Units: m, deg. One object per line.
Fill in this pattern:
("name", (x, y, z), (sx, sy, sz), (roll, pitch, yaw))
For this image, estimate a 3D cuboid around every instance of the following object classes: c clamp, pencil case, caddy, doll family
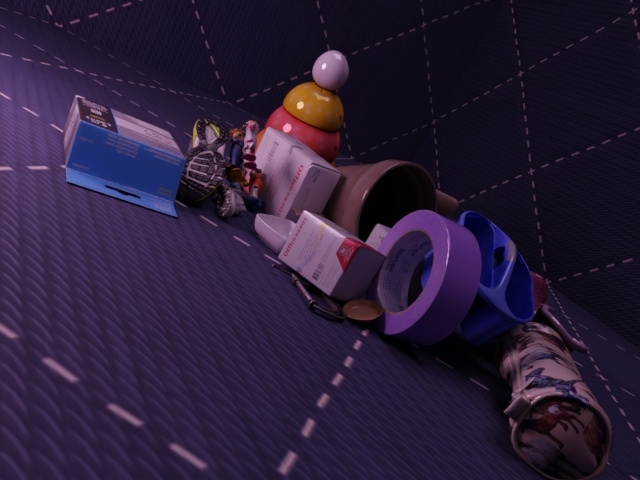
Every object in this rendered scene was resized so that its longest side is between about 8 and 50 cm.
("c clamp", (-0.019, 0.113, 1.197), (0.137, 0.022, 0.160), (24, 13, -37))
("pencil case", (0.438, 0.291, 1.147), (0.183, 0.160, 0.410), (49, 16, 0))
("caddy", (0.376, 0.072, 1.328), (0.241, 0.179, 0.341), (43, 32, -9))
("doll family", (-0.219, -0.212, 1.560), (0.118, 0.263, 0.163), (-1, 52, -3))

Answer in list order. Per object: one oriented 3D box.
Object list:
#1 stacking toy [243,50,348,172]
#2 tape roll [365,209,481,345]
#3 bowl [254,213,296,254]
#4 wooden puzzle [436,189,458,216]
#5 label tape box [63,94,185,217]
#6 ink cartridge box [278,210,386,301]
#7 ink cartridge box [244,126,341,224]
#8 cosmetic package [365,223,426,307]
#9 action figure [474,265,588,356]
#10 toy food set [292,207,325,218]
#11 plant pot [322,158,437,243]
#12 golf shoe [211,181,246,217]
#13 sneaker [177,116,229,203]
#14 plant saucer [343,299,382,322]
("stacking toy", (-0.036, -0.399, 1.930), (0.350, 0.480, 0.350), (19, 31, -12))
("tape roll", (0.209, 0.078, 1.222), (0.090, 0.275, 0.275), (21, 16, -25))
("bowl", (-0.087, -0.005, 1.404), (0.142, 0.053, 0.142), (39, 17, 35))
("wooden puzzle", (0.270, -0.113, 2.106), (0.322, 0.080, 0.348), (22, -26, -23))
("label tape box", (-0.438, -0.197, 1.301), (0.240, 0.106, 0.334), (19, 17, -32))
("ink cartridge box", (0.024, 0.036, 1.283), (0.176, 0.128, 0.127), (35, 9, 35))
("ink cartridge box", (-0.091, -0.172, 1.662), (0.117, 0.207, 0.283), (14, 21, -39))
("cosmetic package", (0.208, 0.075, 1.480), (0.183, 0.151, 0.151), (18, 19, -36))
("action figure", (0.526, 0.159, 1.518), (0.248, 0.276, 0.370), (45, 41, -6))
("toy food set", (0.000, 0.000, 1.524), (0.132, 0.038, 0.192), (8, 41, -45))
("plant pot", (0.126, -0.094, 1.673), (0.323, 0.323, 0.280), (14, 7, -45))
("golf shoe", (-0.218, -0.095, 1.450), (0.086, 0.069, 0.176), (29, 14, -23))
("sneaker", (-0.302, -0.185, 1.471), (0.111, 0.121, 0.300), (21, 40, -14))
("plant saucer", (0.089, 0.151, 1.217), (0.083, 0.015, 0.083), (-1, 24, 0))
